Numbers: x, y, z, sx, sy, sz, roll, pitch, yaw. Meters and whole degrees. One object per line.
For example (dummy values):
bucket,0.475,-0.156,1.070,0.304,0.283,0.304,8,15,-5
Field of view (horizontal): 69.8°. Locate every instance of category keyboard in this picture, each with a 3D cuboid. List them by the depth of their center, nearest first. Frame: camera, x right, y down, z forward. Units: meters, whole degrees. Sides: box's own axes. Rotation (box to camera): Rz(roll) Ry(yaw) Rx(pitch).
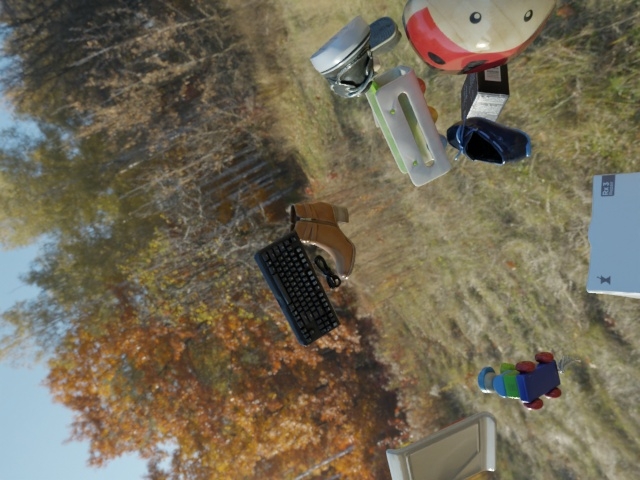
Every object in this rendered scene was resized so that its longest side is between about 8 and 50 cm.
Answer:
keyboard,-0.020,0.071,0.723,0.023,0.108,0.180,20,138,62

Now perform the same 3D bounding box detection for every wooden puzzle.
wooden puzzle,0.268,0.476,1.007,0.044,0.239,0.220,-115,9,-56

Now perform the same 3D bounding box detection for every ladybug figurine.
ladybug figurine,0.334,-0.464,0.999,0.449,0.305,0.161,-62,-31,-78

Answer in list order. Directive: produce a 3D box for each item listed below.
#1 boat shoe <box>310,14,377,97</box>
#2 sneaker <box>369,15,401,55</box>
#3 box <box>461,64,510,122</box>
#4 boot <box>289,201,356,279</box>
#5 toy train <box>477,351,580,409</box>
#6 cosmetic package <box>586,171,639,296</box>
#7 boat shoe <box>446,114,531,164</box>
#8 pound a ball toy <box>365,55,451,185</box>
boat shoe,0.062,-0.344,0.899,0.119,0.121,0.335,51,-167,-13
sneaker,0.118,-0.529,1.275,0.118,0.222,0.083,-18,-88,-66
box,0.475,-0.429,1.337,0.158,0.093,0.155,92,-175,-65
boot,0.000,0.000,1.117,0.073,0.152,0.197,-36,57,54
toy train,0.515,0.328,1.135,0.143,0.248,0.105,-16,83,52
cosmetic package,0.652,0.009,0.882,0.156,0.385,0.217,1,86,44
boat shoe,0.370,-0.237,1.079,0.258,0.089,0.109,35,149,65
pound a ball toy,0.215,-0.328,1.183,0.319,0.136,0.208,60,-174,-26
